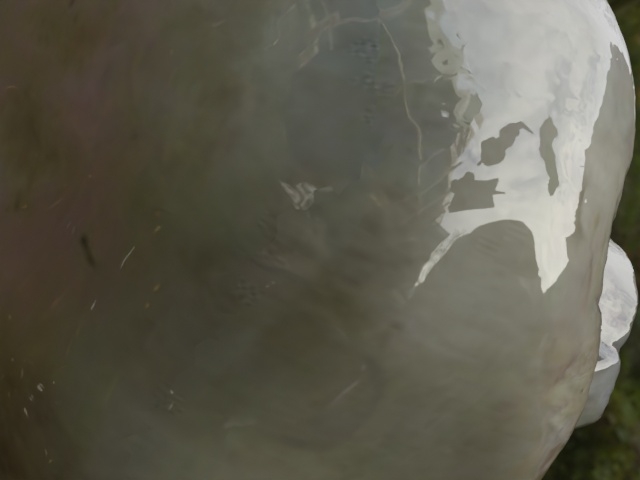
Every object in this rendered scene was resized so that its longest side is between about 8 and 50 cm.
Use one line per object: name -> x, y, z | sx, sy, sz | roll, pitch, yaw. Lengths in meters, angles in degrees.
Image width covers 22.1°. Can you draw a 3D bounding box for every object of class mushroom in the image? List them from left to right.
mushroom -> 0.000, 0.000, 0.514 | 0.234, 0.260, 0.254 | 14, 75, -38
